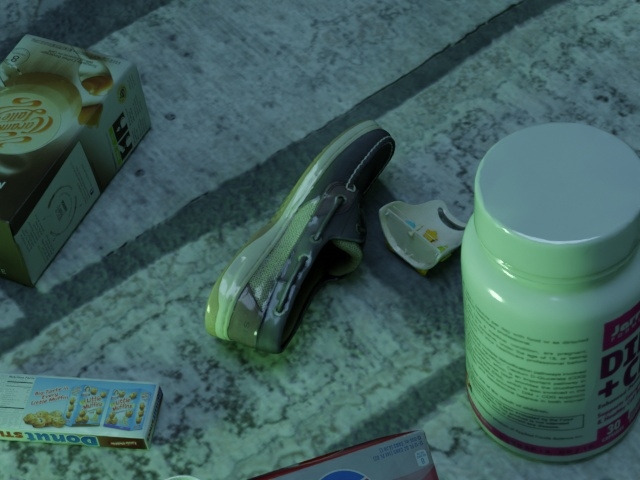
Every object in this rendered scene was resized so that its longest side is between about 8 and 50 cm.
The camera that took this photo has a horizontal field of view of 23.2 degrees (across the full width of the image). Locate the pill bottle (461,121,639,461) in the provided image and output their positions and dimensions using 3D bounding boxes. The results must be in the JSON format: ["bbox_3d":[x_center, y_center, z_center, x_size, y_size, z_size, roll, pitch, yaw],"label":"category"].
[{"bbox_3d":[0.199,0.046,1.312,0.160,0.283,0.160,-4,49,4],"label":"pill bottle"}]

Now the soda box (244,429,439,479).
[{"bbox_3d":[-0.032,0.233,1.262,0.263,0.083,0.092,-16,85,-20],"label":"soda box"}]

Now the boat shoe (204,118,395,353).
[{"bbox_3d":[0.000,0.000,1.507,0.092,0.103,0.285,29,57,17],"label":"boat shoe"}]

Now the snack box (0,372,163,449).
[{"bbox_3d":[-0.239,0.157,1.446,0.178,0.022,0.064,3,48,10],"label":"snack box"}]

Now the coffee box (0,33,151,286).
[{"bbox_3d":[-0.301,-0.088,1.617,0.141,0.098,0.246,15,53,20],"label":"coffee box"}]

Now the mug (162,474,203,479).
[{"bbox_3d":[-0.122,0.241,1.328,0.078,0.064,0.062,6,50,13],"label":"mug"}]

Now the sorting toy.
[{"bbox_3d":[0.111,-0.010,1.536,0.075,0.045,0.083,-31,56,-30],"label":"sorting toy"}]
